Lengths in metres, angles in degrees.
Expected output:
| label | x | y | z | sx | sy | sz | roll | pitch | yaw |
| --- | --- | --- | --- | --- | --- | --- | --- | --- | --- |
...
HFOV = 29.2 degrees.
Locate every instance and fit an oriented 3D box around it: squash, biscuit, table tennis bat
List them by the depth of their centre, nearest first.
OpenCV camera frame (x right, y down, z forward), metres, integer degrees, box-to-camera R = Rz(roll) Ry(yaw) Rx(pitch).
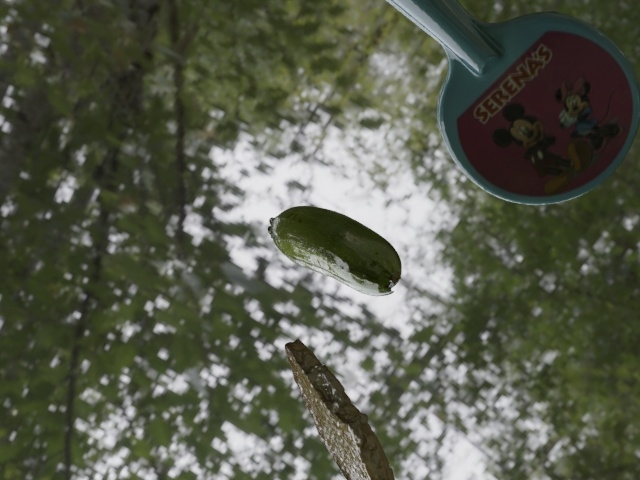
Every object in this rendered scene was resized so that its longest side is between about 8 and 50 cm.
| label | x | y | z | sx | sy | sz | roll | pitch | yaw |
| --- | --- | --- | --- | --- | --- | --- | --- | --- | --- |
| table tennis bat | 0.139 | -0.127 | 0.941 | 0.244 | 0.153 | 0.040 | 41 | -160 | -17 |
| biscuit | 0.022 | 0.206 | 1.409 | 0.031 | 0.176 | 0.228 | -23 | -107 | -15 |
| squash | 0.000 | 0.000 | 1.679 | 0.094 | 0.094 | 0.341 | 12 | -173 | -32 |
